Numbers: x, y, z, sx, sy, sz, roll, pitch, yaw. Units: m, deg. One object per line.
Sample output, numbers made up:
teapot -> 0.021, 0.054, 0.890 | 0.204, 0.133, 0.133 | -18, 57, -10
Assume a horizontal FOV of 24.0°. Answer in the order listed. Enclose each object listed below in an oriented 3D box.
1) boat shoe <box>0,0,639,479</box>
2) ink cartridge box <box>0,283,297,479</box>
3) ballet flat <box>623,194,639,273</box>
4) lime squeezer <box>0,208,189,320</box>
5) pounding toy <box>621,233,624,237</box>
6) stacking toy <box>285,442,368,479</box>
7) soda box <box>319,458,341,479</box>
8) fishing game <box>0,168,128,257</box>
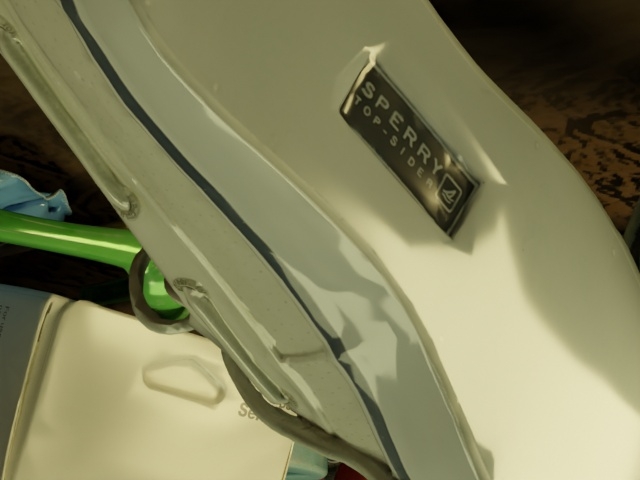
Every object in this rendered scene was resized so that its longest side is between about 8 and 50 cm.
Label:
boat shoe -> -0.005, 0.006, 0.562 | 0.156, 0.136, 0.367 | 0, 141, 46
ink cartridge box -> -0.173, 0.095, 0.934 | 0.198, 0.115, 0.272 | 20, 171, -41
ballet flat -> 0.191, 0.036, 0.655 | 0.139, 0.139, 0.400 | 9, 128, -18
lime squeezer -> -0.108, 0.020, 0.839 | 0.109, 0.059, 0.310 | -15, 172, 0
pounding toy -> 0.154, 0.100, 0.873 | 0.206, 0.181, 0.094 | -10, 159, 36
stacking toy -> 0.044, 0.168, 1.196 | 0.279, 0.130, 0.309 | -13, 157, 43
soda box -> -0.009, 0.201, 1.438 | 0.060, 0.053, 0.169 | -14, 156, 43
fishing game -> -0.227, -0.022, 0.792 | 0.189, 0.041, 0.264 | -13, 167, 37
